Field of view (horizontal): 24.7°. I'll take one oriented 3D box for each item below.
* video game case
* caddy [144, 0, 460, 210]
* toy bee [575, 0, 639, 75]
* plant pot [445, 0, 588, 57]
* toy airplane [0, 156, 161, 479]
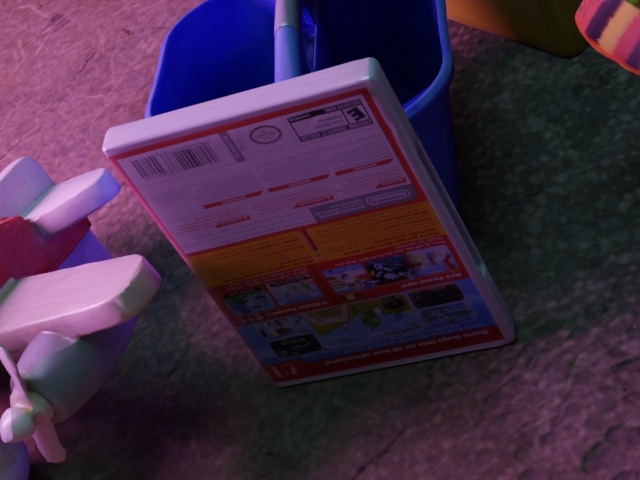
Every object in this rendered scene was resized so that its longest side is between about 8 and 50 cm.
[{"bbox_3d":[0.000,0.000,1.058,0.204,0.285,0.025,-13,44,21],"label":"video game case"},{"bbox_3d":[-0.009,-0.120,1.185,0.241,0.179,0.341,-10,33,7],"label":"caddy"},{"bbox_3d":[0.350,-0.174,1.109,0.298,0.195,0.162,-30,65,-13],"label":"toy bee"},{"bbox_3d":[0.190,-0.325,1.329,0.212,0.187,0.212,-46,44,-15],"label":"plant pot"},{"bbox_3d":[-0.304,0.094,1.217,0.384,0.272,0.386,-21,5,-2],"label":"toy airplane"}]
